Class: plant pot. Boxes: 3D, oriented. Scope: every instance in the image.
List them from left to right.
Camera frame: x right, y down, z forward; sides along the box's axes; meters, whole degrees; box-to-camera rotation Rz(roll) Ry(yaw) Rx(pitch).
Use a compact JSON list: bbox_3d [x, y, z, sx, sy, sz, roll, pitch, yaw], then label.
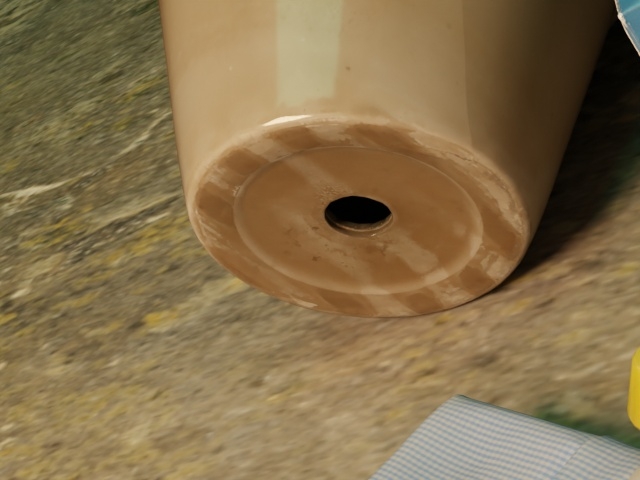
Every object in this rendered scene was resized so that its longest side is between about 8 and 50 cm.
[{"bbox_3d":[0.034,-0.121,0.995,0.323,0.323,0.280,-20,46,32],"label":"plant pot"}]

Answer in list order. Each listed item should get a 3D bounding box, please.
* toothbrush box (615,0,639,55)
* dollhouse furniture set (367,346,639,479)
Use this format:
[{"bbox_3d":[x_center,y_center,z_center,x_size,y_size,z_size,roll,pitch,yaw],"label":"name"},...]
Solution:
[{"bbox_3d":[0.294,-0.104,0.689,0.295,0.216,0.126,-28,27,21],"label":"toothbrush box"},{"bbox_3d":[-0.012,0.117,0.732,0.303,0.198,0.286,-45,27,-17],"label":"dollhouse furniture set"}]
